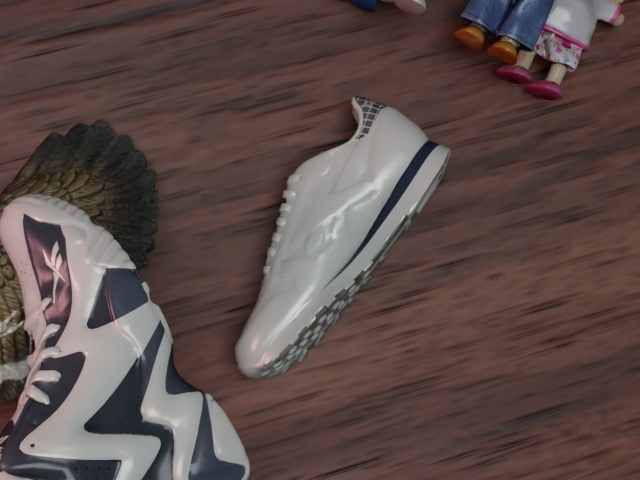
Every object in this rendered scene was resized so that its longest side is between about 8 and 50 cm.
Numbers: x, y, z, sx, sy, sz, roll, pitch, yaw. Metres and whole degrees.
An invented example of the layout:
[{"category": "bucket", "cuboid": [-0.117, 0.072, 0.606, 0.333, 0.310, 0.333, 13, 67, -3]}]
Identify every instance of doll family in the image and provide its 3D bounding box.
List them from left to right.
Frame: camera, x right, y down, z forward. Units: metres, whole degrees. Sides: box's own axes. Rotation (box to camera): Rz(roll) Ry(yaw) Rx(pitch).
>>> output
[{"category": "doll family", "cuboid": [0.136, -0.232, 0.965, 0.263, 0.118, 0.163, 25, 84, -8]}]

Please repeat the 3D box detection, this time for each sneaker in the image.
[{"category": "sneaker", "cuboid": [-0.167, 0.091, 0.757, 0.153, 0.094, 0.235, -30, 84, -31]}, {"category": "sneaker", "cuboid": [0.000, 0.000, 0.960, 0.095, 0.090, 0.235, 36, 79, 6]}]

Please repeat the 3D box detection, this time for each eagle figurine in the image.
[{"category": "eagle figurine", "cuboid": [-0.263, 0.025, 0.858, 0.225, 0.226, 0.298, 24, 89, 13]}]
